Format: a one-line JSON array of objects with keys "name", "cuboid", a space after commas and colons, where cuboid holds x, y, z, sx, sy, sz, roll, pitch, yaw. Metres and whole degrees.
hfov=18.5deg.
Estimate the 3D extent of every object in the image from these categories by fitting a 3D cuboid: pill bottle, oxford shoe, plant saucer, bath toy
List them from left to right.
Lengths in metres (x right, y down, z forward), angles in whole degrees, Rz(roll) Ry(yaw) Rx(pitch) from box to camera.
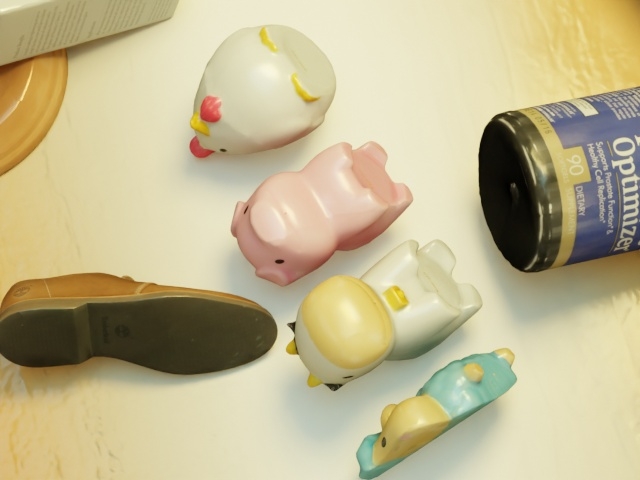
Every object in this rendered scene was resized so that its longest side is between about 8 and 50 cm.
[{"name": "plant saucer", "cuboid": [-0.303, -0.139, 1.573, 0.200, 0.037, 0.200, 0, 72, 1]}, {"name": "oxford shoe", "cuboid": [-0.138, 0.052, 1.498, 0.212, 0.076, 0.076, 4, 33, -8]}, {"name": "bath toy", "cuboid": [0.000, 0.000, 1.483, 0.129, 0.151, 0.348, -38, 72, 27]}, {"name": "pill bottle", "cuboid": [0.238, -0.055, 1.481, 0.219, 0.123, 0.123, -12, 73, -16]}]

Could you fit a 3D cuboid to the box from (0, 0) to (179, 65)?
[{"name": "box", "cuboid": [-0.206, -0.228, 1.544, 0.170, 0.091, 0.130, -19, 73, -25]}]
